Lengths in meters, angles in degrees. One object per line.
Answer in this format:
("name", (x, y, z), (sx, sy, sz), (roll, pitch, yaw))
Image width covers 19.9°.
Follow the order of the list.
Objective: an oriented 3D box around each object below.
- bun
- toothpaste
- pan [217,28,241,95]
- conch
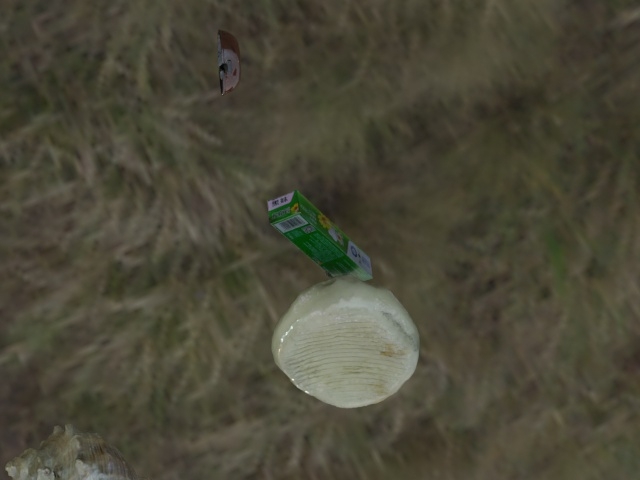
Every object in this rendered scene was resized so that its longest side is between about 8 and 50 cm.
("bun", (0.034, 0.112, 2.188), (0.183, 0.102, 0.183), (6, 129, 7))
("toothpaste", (0.000, 0.000, 2.181), (0.043, 0.037, 0.178), (-23, 142, 21))
("pan", (-0.092, -0.177, 1.852), (0.023, 0.115, 0.068), (-2, 105, -3))
("conch", (-0.257, 0.317, 2.090), (0.245, 0.163, 0.178), (24, 145, -22))
